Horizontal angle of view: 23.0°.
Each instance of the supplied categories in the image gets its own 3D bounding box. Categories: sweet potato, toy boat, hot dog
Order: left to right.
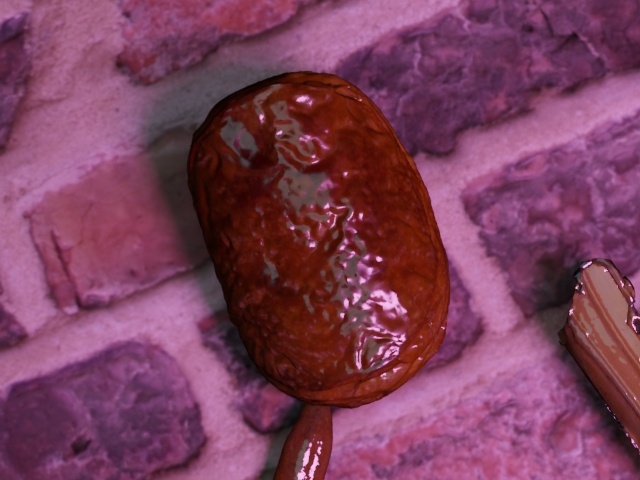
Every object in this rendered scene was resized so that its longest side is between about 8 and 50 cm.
[{"bbox_3d":[-0.038,0.296,1.819,0.078,0.058,0.255,24,88,28],"label":"sweet potato"},{"bbox_3d":[0.000,0.000,1.806,0.267,0.174,0.387,-21,88,7],"label":"hot dog"},{"bbox_3d":[0.426,0.203,1.735,0.162,0.136,0.445,-36,82,6],"label":"toy boat"}]
